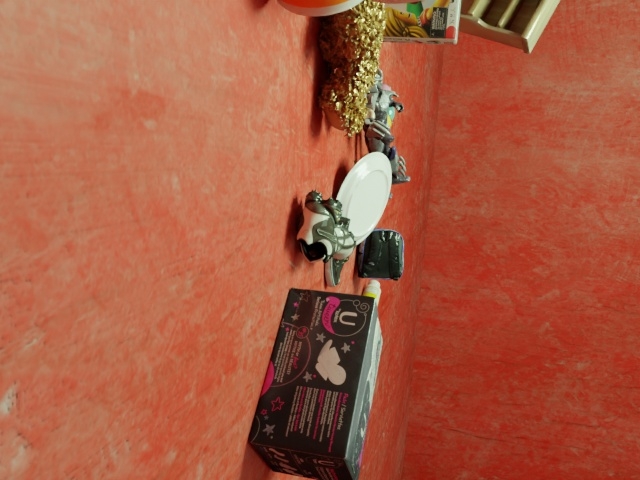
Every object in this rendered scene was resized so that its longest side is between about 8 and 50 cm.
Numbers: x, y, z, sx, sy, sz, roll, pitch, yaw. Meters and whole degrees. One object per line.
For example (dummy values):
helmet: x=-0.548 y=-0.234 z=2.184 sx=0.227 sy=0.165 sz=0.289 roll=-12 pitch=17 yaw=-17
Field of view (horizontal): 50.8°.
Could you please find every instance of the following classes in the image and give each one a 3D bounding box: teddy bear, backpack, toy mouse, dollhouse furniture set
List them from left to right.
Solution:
teddy bear: x=0.064 y=-0.332 z=1.078 sx=0.245 sy=0.113 sz=0.337 roll=-8 pitch=104 yaw=-78
backpack: x=0.136 y=0.029 z=1.550 sx=0.084 sy=0.105 sz=0.114 roll=-148 pitch=-118 yaw=-81
toy mouse: x=0.155 y=-0.319 z=1.587 sx=0.143 sy=0.031 sz=0.160 roll=-73 pitch=158 yaw=-50
dollhouse furniture set: x=0.358 y=-0.615 z=1.471 sx=0.362 sy=0.257 sz=0.394 roll=-60 pitch=152 yaw=-6

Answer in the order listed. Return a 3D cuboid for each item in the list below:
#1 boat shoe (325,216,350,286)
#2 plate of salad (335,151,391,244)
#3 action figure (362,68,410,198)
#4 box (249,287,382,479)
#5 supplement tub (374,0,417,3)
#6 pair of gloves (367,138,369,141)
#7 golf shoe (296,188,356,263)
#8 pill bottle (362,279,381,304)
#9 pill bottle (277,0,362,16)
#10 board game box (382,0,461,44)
boat shoe: x=0.033 y=0.022 z=1.251 sx=0.049 sy=0.040 sz=0.142 roll=-51 pitch=145 yaw=-66
plate of salad: x=0.076 y=-0.081 z=1.329 sx=0.200 sy=0.048 sz=0.199 roll=-37 pitch=140 yaw=-39
action figure: x=0.124 y=-0.229 z=1.396 sx=0.185 sy=0.099 sz=0.284 roll=-59 pitch=149 yaw=-46
box: x=0.007 y=0.222 z=1.025 sx=0.163 sy=0.142 sz=0.247 roll=74 pitch=26 yaw=-56
supplement tub: x=0.114 y=-0.489 z=0.820 sx=0.241 sy=0.241 sz=0.331 roll=-68 pitch=146 yaw=-48
pair of gloves: x=0.113 y=-0.254 z=1.515 sx=0.074 sy=0.010 sz=0.083 roll=67 pitch=29 yaw=-60
golf shoe: x=0.000 y=0.000 z=1.077 sx=0.093 sy=0.077 sz=0.198 roll=-64 pitch=156 yaw=-16
pill bottle: x=0.125 y=0.138 z=1.663 sx=0.083 sy=0.044 sz=0.043 roll=-70 pitch=160 yaw=-44
pill bottle: x=-0.008 y=-0.374 z=0.743 sx=0.221 sy=0.121 sz=0.121 roll=79 pitch=22 yaw=-49
board game box: x=0.168 y=-0.522 z=1.238 sx=0.053 sy=0.193 sz=0.305 roll=-21 pitch=116 yaw=-75
